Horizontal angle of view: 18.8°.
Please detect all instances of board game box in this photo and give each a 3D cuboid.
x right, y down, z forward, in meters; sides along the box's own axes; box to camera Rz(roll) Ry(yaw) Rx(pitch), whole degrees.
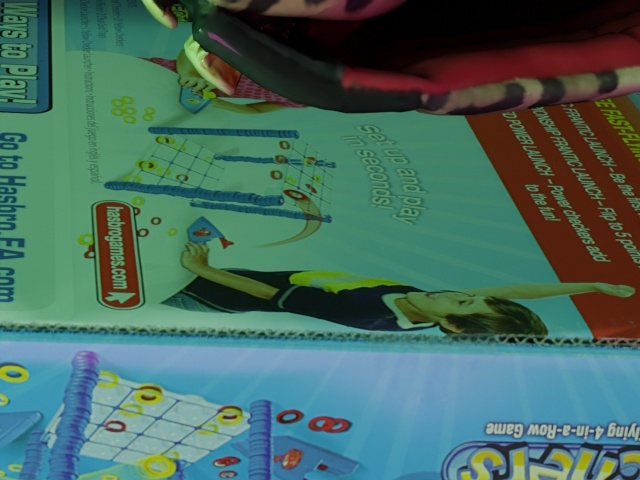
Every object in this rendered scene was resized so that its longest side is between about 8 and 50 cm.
[{"bbox_3d":[0.000,0.000,0.578,0.302,0.308,0.086,3,113,-9],"label":"board game box"}]

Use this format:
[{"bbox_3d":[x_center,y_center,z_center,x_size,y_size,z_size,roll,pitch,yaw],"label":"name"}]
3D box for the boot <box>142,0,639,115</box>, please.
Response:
[{"bbox_3d":[-0.072,-0.118,0.498,0.377,0.284,0.138,5,102,-24],"label":"boot"}]
